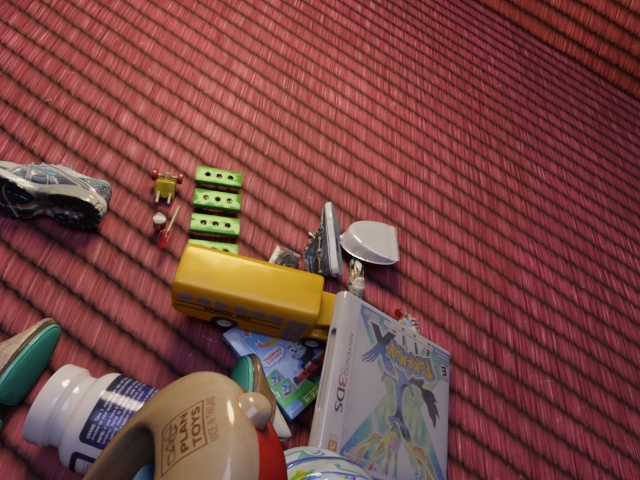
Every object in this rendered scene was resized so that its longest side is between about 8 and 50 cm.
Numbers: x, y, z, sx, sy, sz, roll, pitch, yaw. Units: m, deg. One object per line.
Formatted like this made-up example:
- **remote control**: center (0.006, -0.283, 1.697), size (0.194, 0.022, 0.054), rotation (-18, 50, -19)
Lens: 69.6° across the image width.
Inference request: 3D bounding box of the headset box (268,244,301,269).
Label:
- **headset box**: center (-0.085, 0.053, 1.041), size (0.062, 0.032, 0.083), rotation (26, 56, -1)

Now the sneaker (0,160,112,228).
- **sneaker**: center (-0.580, -0.110, 0.960), size (0.283, 0.110, 0.122), rotation (17, 38, -10)

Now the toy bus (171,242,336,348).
- **toy bus**: center (-0.106, 0.111, 0.890), size (0.333, 0.130, 0.108), rotation (15, 55, -8)

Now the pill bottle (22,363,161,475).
- **pill bottle**: center (-0.310, 0.305, 0.737), size (0.265, 0.153, 0.153), rotation (23, 55, -3)

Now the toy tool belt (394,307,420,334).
- **toy tool belt**: center (0.199, 0.193, 1.042), size (0.051, 0.052, 0.083), rotation (9, 54, -51)

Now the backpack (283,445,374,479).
- **backpack**: center (-0.020, 0.470, 0.611), size (0.290, 0.273, 0.355), rotation (20, 67, -12)

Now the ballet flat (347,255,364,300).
- **ballet flat**: center (0.085, 0.086, 1.071), size (0.041, 0.041, 0.114), rotation (7, 58, -14)

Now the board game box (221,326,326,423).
- **board game box**: center (-0.072, 0.229, 0.932), size (0.160, 0.039, 0.211), rotation (-35, 73, -32)

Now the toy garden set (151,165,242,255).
- **toy garden set**: center (-0.286, -0.059, 1.041), size (0.204, 0.049, 0.244), rotation (7, 58, -16)

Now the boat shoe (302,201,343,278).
- **boat shoe**: center (0.000, 0.000, 1.058), size (0.083, 0.065, 0.183), rotation (-10, 67, 16)

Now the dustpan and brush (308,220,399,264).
- **dustpan and brush**: center (0.078, -0.004, 1.116), size (0.211, 0.060, 0.147), rotation (18, 36, -9)

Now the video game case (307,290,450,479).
- **video game case**: center (0.132, 0.295, 0.871), size (0.329, 0.036, 0.300), rotation (33, 52, -29)

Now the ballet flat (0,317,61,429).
- **ballet flat**: center (-0.542, 0.255, 0.728), size (0.106, 0.107, 0.316), rotation (15, 54, 0)

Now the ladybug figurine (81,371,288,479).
- **ladybug figurine**: center (-0.184, 0.348, 0.535), size (0.162, 0.449, 0.305), rotation (32, 17, -31)

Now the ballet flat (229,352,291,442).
- **ballet flat**: center (-0.114, 0.373, 0.792), size (0.124, 0.116, 0.342), rotation (25, 48, -26)
